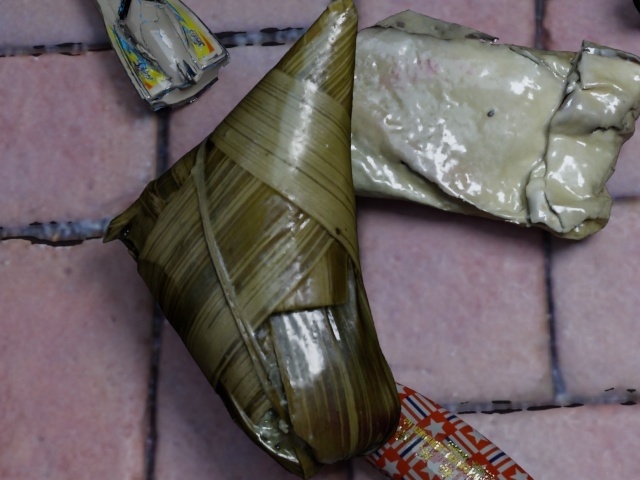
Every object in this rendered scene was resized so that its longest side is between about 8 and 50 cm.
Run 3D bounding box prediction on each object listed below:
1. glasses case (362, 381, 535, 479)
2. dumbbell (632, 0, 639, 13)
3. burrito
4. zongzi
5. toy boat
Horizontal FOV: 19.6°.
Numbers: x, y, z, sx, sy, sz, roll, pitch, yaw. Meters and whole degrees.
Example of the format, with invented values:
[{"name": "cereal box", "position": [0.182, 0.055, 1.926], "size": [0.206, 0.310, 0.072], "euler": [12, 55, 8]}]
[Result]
[{"name": "glasses case", "position": [0.101, 0.178, 1.453], "size": [0.194, 0.049, 0.073], "euler": [36, 78, 19]}, {"name": "dumbbell", "position": [0.295, -0.290, 1.547], "size": [0.143, 0.143, 0.325], "euler": [-23, 68, 0]}, {"name": "burrito", "position": [0.093, -0.101, 1.526], "size": [0.348, 0.107, 0.175], "euler": [7, 78, 14]}, {"name": "zongzi", "position": [0.000, 0.000, 1.408], "size": [0.288, 0.134, 0.286], "euler": [-48, 67, 28]}, {"name": "toy boat", "position": [-0.161, -0.199, 1.624], "size": [0.084, 0.066, 0.210], "euler": [-34, 68, -6]}]
